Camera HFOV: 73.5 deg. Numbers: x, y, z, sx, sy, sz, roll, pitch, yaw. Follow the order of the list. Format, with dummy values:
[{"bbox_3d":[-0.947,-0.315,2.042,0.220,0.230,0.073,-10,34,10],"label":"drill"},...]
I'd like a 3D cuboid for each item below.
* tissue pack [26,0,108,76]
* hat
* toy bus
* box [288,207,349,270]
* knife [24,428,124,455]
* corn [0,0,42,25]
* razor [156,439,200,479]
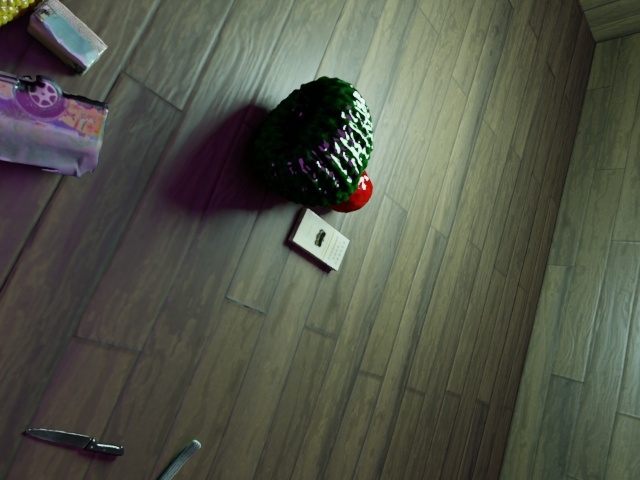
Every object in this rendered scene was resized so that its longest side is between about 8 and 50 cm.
[{"bbox_3d":[-0.387,-0.309,0.655,0.094,0.074,0.058,43,68,-32],"label":"tissue pack"},{"bbox_3d":[0.029,-0.162,0.947,0.274,0.242,0.332,-53,138,-11],"label":"hat"},{"bbox_3d":[-0.469,-0.176,0.574,0.317,0.113,0.137,5,100,-41],"label":"toy bus"},{"bbox_3d":[0.000,0.000,1.056,0.167,0.024,0.089,36,69,-37],"label":"box"},{"bbox_3d":[-0.408,0.339,0.723,0.170,0.010,0.023,36,70,-36],"label":"knife"},{"bbox_3d":[-0.408,-0.409,0.611,0.101,0.102,0.310,42,66,-35],"label":"corn"},{"bbox_3d":[-0.301,0.464,0.809,0.068,0.037,0.191,53,58,-26],"label":"razor"}]
